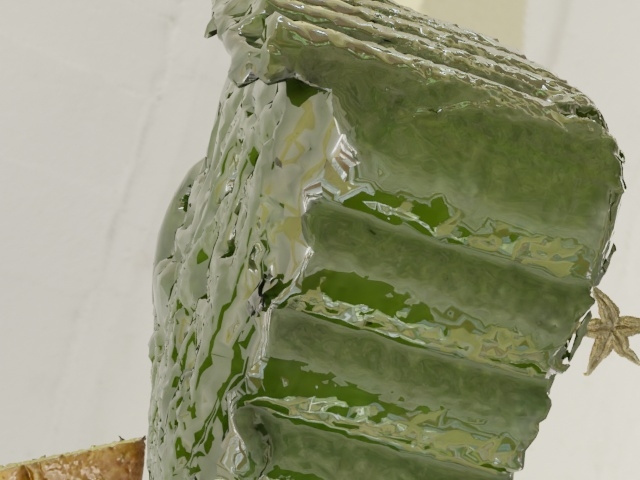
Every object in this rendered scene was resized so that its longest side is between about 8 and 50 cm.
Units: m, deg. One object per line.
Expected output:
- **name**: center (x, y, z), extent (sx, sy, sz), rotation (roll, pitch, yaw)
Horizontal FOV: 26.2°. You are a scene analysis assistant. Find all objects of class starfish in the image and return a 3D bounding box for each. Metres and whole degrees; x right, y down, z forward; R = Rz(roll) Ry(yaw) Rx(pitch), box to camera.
- **starfish**: center (0.255, 0.075, 1.193), extent (0.016, 0.092, 0.086), rotation (-79, -17, -68)

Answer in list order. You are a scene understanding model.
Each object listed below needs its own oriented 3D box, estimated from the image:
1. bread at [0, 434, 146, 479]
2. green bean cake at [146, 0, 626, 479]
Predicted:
- **bread**: center (-0.243, 0.231, 1.329), extent (0.103, 0.187, 0.065), rotation (38, -144, -79)
- **green bean cake**: center (0.004, 0.028, 0.788), extent (0.218, 0.335, 0.319), rotation (16, -75, -9)
